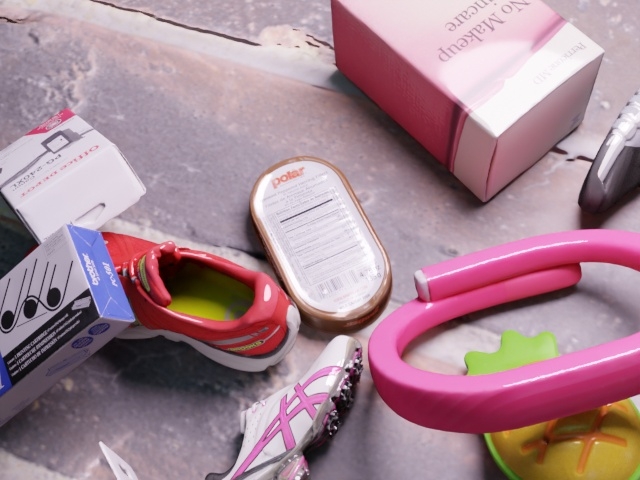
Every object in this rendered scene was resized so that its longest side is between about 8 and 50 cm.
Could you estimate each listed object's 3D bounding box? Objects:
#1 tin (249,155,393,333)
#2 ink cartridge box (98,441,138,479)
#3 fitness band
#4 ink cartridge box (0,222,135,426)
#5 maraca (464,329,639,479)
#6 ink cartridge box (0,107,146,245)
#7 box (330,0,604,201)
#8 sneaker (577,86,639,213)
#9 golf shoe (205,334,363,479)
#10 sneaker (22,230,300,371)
[{"bbox_3d":[0.000,0.000,0.942,0.106,0.040,0.190,-22,64,-11],"label":"tin"},{"bbox_3d":[-0.152,0.263,0.786,0.060,0.104,0.180,-31,65,-9],"label":"ink cartridge box"},{"bbox_3d":[0.181,0.069,0.820,0.290,0.054,0.209,-16,25,-3],"label":"fitness band"},{"bbox_3d":[-0.263,0.084,0.860,0.207,0.046,0.097,-38,63,21],"label":"ink cartridge box"},{"bbox_3d":[0.194,0.147,0.824,0.127,0.099,0.186,-25,45,-14],"label":"maraca"},{"bbox_3d":[-0.251,-0.060,0.936,0.109,0.063,0.150,-37,34,-14],"label":"ink cartridge box"},{"bbox_3d":[0.139,-0.181,0.968,0.148,0.127,0.232,-39,67,-14],"label":"box"},{"bbox_3d":[0.354,-0.095,0.935,0.132,0.086,0.229,32,69,15],"label":"sneaker"},{"bbox_3d":[-0.028,0.156,0.850,0.086,0.067,0.186,26,69,17],"label":"golf shoe"},{"bbox_3d":[-0.152,0.033,0.888,0.279,0.118,0.107,11,65,13],"label":"sneaker"}]
